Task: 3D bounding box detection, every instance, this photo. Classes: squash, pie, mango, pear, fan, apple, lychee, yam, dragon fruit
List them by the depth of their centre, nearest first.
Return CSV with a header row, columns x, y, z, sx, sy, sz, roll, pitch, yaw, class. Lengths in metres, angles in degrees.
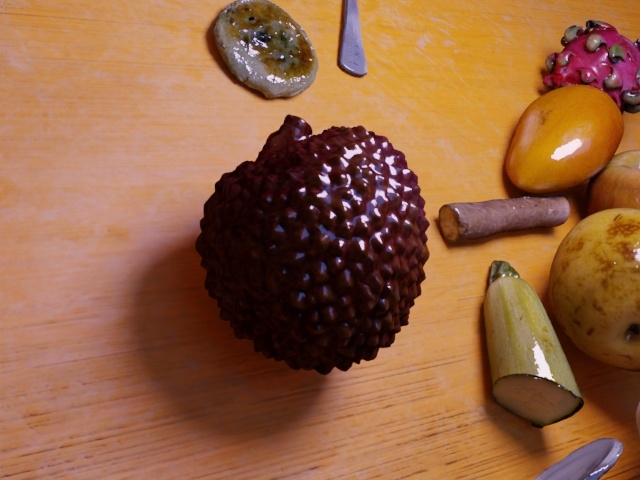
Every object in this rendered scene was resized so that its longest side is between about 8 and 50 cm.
x,y,z,sx,sy,sz,roll,pitch,yaw,class
0.000,0.000,1.171,0.306,0.306,0.330,-21,90,-41,lychee
0.301,0.138,1.431,0.137,0.137,0.287,8,54,-32,squash
-0.084,-0.308,1.458,0.187,0.041,0.186,17,57,-27,pie
0.512,0.075,1.512,0.281,0.281,0.280,17,55,-27,pear
0.322,-0.043,1.582,0.300,0.066,0.066,-8,69,-38,yam
0.058,-0.405,1.633,0.057,0.023,0.282,17,57,-26,fan
0.439,-0.174,1.673,0.187,0.138,0.257,22,51,16,mango
0.597,-0.068,1.701,0.235,0.210,0.173,-30,121,-46,apple
0.577,-0.329,1.861,0.273,0.218,0.198,16,101,-34,dragon fruit

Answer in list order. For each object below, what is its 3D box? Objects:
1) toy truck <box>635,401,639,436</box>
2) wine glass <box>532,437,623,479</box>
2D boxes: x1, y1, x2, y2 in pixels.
x,y,z,sx,sy,sz,roll,pitch,yaw,class
0.611,0.375,1.395,0.173,0.207,0.387,-25,100,-42,toy truck
0.444,0.491,1.248,0.267,0.267,0.406,-29,78,-42,wine glass
